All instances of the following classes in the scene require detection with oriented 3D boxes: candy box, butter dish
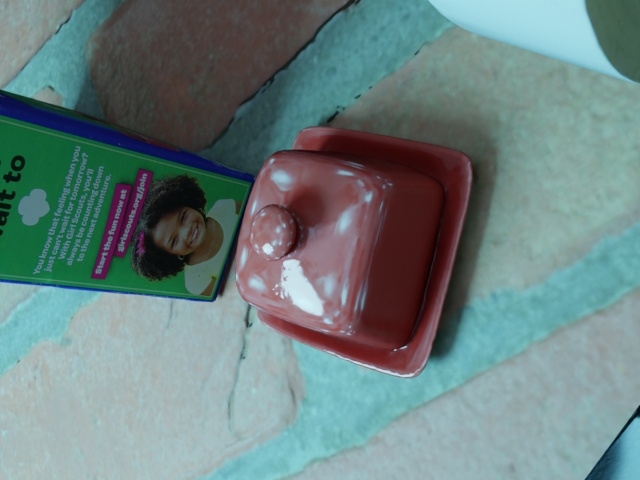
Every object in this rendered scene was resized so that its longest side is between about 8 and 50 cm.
[{"bbox_3d":[-0.257,-0.056,0.652,0.268,0.317,0.122,21,97,36],"label":"candy box"},{"bbox_3d":[0.000,0.000,0.578,0.160,0.118,0.160,16,95,37],"label":"butter dish"}]

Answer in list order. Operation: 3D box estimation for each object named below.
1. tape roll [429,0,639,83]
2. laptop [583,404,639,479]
[{"bbox_3d":[0.150,-0.219,0.386,0.100,0.286,0.286,30,103,36],"label":"tape roll"},{"bbox_3d":[0.260,0.153,0.398,0.264,0.137,0.234,-37,57,-13],"label":"laptop"}]
